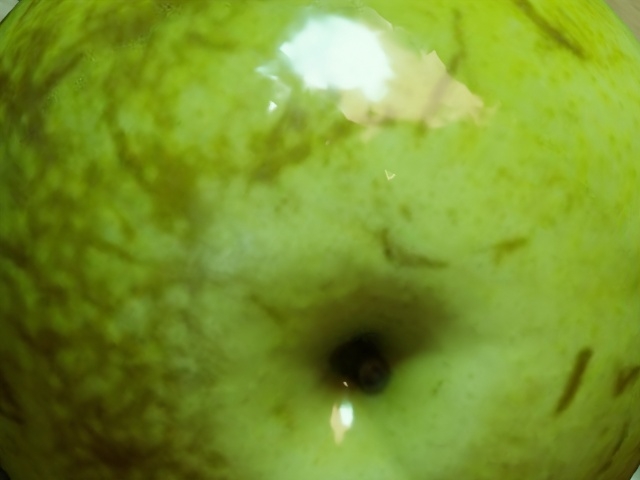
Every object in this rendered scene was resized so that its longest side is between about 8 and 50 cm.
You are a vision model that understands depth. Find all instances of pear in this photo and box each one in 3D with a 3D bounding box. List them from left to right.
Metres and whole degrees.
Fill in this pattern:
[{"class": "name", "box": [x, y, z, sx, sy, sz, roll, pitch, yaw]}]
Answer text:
[{"class": "pear", "box": [0.000, 0.000, 0.607, 0.280, 0.281, 0.281, 20, 37, -16]}]
